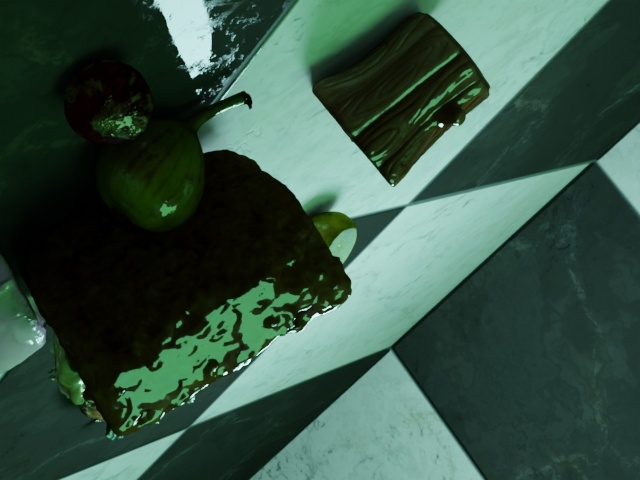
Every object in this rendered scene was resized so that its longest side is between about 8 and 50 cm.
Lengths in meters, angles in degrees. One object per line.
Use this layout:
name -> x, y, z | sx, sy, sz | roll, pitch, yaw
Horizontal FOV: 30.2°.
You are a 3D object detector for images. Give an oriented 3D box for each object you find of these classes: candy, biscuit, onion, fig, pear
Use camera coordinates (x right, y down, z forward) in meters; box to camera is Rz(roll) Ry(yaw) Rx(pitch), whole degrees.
candy -> -0.490, 0.099, 1.664 | 0.156, 0.115, 0.265 | -29, 161, -13
biscuit -> -0.205, 0.048, 1.676 | 0.395, 0.342, 0.166 | -33, 133, -13
onion -> -0.255, -0.166, 1.429 | 0.107, 0.097, 0.107 | -9, 118, -18
fig -> -0.195, -0.135, 1.611 | 0.259, 0.151, 0.151 | -56, 170, -19
pear -> 0.000, 0.000, 2.385 | 0.141, 0.104, 0.141 | -49, 158, -29

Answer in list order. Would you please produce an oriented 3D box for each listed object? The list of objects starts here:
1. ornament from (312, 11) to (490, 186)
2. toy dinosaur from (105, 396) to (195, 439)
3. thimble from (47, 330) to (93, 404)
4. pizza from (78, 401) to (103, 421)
ornament -> 0.132, -0.223, 1.845 | 0.218, 0.221, 0.235 | -40, 137, 4
toy dinosaur -> -0.325, 0.335, 2.718 | 0.383, 0.076, 0.129 | -42, 144, -5
thimble -> -0.312, 0.154, 1.953 | 0.288, 0.167, 0.254 | -27, 143, 18
pizza -> -0.420, 0.327, 2.492 | 0.161, 0.085, 0.305 | -14, 162, 4
